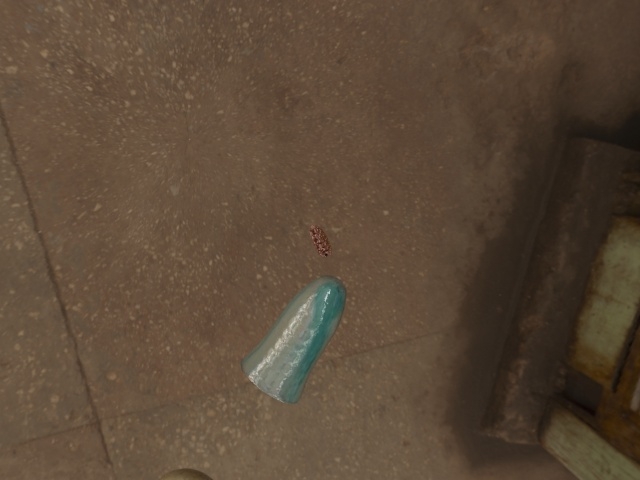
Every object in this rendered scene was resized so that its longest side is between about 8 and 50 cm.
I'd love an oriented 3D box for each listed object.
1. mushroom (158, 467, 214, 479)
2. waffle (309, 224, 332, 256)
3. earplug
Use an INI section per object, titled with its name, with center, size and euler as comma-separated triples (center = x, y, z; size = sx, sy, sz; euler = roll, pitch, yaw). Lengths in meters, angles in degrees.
[mushroom]
center = -0.391, 0.780, 1.336
size = 0.227, 0.178, 0.226
euler = 4, 115, 9
[waffle]
center = 0.000, 0.000, 1.096
size = 0.029, 0.075, 0.083
euler = -28, 74, 12
[earplug]
center = -0.043, 0.232, 1.192
size = 0.185, 0.185, 0.323
euler = 33, 92, -20
